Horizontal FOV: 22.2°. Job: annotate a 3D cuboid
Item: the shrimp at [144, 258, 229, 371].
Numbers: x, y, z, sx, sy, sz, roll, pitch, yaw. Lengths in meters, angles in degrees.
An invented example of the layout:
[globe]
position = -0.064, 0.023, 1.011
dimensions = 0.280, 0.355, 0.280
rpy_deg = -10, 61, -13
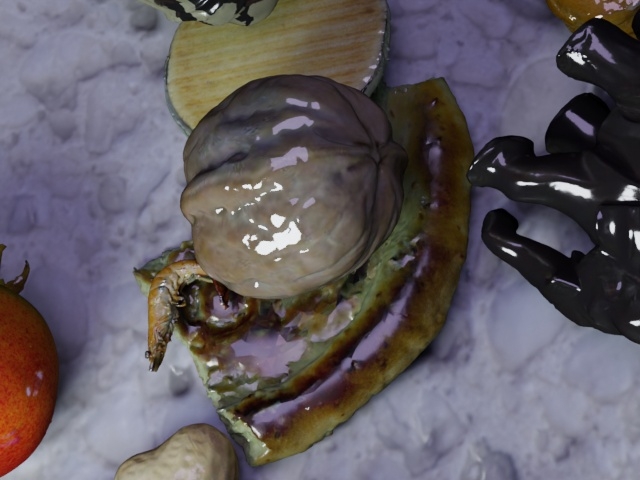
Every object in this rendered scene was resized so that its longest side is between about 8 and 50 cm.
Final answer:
[shrimp]
position = -0.138, 0.075, 1.624
dimensions = 0.091, 0.025, 0.127
rpy_deg = 5, 66, 24

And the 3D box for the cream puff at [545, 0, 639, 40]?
[cream puff]
position = 0.291, -0.262, 1.642
dimensions = 0.126, 0.103, 0.144
rpy_deg = -40, 66, 12

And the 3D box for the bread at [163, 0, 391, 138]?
[bread]
position = -0.045, -0.196, 1.711
dimensions = 0.267, 0.040, 0.267
rpy_deg = -10, 60, 18

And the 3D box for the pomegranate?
[pomegranate]
position = -0.358, 0.122, 1.609
dimensions = 0.220, 0.221, 0.257
rpy_deg = 8, 63, 16

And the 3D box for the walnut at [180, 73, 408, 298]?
[walnut]
position = -0.031, -0.051, 1.543
dimensions = 0.224, 0.224, 0.224
rpy_deg = -4, 70, 12

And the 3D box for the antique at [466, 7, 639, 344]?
[antique]
position = 0.311, -0.062, 1.519
dimensions = 0.255, 0.185, 0.322
rpy_deg = 47, 106, 24

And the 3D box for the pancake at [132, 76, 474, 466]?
[pancake]
position = 0.003, 0.004, 1.638
dimensions = 0.305, 0.067, 0.427
rpy_deg = 40, 85, 24

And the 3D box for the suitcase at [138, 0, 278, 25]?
[suitcase]
position = -0.154, -0.419, 1.702
dimensions = 0.339, 0.194, 0.352
rpy_deg = 28, 100, 43

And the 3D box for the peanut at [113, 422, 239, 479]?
[peanut]
position = -0.177, 0.265, 1.579
dimensions = 0.228, 0.086, 0.104
rpy_deg = -37, 58, 0
